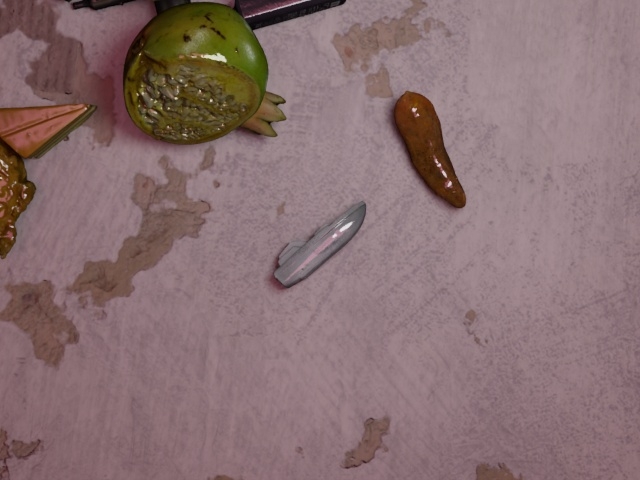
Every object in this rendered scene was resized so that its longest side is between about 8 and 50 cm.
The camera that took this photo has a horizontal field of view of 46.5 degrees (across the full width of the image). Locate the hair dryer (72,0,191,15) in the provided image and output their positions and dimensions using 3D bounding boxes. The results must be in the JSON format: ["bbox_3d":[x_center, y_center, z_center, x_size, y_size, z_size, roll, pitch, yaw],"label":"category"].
[{"bbox_3d":[-0.399,-0.498,1.581,0.249,0.078,0.195,-12,97,4],"label":"hair dryer"}]

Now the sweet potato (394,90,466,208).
[{"bbox_3d":[0.243,-0.200,1.659,0.097,0.097,0.291,-28,105,-3],"label":"sweet potato"}]

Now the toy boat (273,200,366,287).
[{"bbox_3d":[0.000,0.000,1.658,0.260,0.078,0.085,-40,75,1],"label":"toy boat"}]

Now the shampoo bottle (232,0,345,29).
[{"bbox_3d":[-0.097,-0.499,1.590,0.310,0.098,0.071,-18,96,-5],"label":"shampoo bottle"}]

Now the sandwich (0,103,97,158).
[{"bbox_3d":[-0.584,-0.271,1.546,0.187,0.117,0.144,-40,101,-1],"label":"sandwich"}]

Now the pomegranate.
[{"bbox_3d":[-0.227,-0.343,1.530,0.359,0.310,0.216,17,52,-42],"label":"pomegranate"}]

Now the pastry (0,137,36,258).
[{"bbox_3d":[-0.718,-0.112,1.549,0.235,0.132,0.240,20,99,-16],"label":"pastry"}]
